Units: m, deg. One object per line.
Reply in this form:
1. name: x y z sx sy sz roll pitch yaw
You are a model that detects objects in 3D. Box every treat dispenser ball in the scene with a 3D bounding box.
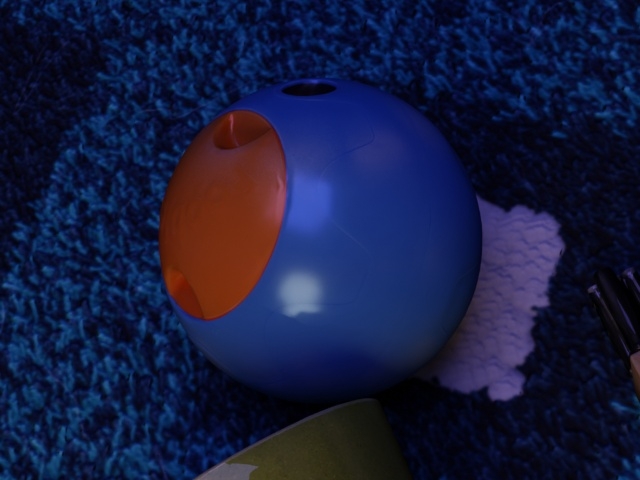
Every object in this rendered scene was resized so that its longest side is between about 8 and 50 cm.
1. treat dispenser ball: 0.000 0.000 1.285 0.288 0.288 0.288 -7 60 13

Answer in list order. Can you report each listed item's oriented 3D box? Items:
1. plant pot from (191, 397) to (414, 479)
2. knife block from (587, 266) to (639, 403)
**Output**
1. plant pot: 0.004 0.322 1.144 0.275 0.275 0.293 -31 74 -2
2. knife block: 0.311 0.138 1.235 0.242 0.088 0.275 17 68 25
